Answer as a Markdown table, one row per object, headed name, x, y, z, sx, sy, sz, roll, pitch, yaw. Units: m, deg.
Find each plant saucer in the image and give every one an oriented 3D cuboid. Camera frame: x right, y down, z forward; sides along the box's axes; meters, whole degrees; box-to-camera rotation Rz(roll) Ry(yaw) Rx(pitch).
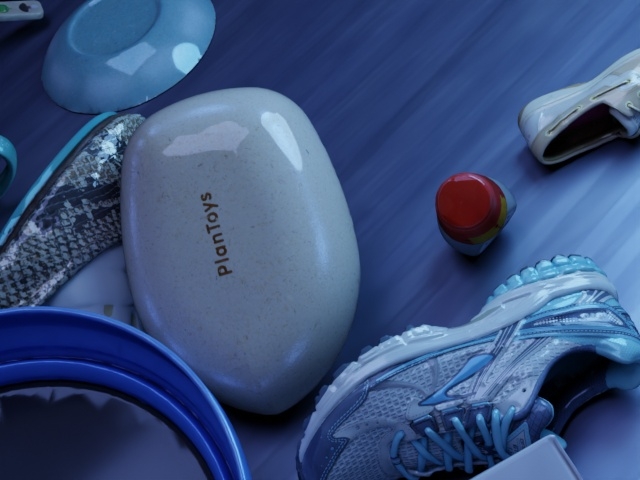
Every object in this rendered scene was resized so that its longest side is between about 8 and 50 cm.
| name | x | y | z | sx | sy | sz | roll | pitch | yaw |
| --- | --- | --- | --- | --- | --- | --- | --- | --- | --- |
| plant saucer | -0.203 | -0.212 | 1.765 | 0.195 | 0.037 | 0.195 | -12 | 47 | 13 |

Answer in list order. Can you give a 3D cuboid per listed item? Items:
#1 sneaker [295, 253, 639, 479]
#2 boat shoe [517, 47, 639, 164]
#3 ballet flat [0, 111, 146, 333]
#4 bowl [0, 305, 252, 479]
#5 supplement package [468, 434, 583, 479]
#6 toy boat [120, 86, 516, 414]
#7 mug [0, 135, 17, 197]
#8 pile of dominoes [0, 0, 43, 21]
| name | x | y | z | sx | sy | sz | roll | pitch | yaw |
| --- | --- | --- | --- | --- | --- | --- | --- | --- | --- |
| sneaker | 0.114 | 0.120 | 1.278 | 0.283 | 0.110 | 0.122 | -32 | 49 | -5 |
| boat shoe | 0.253 | -0.111 | 1.457 | 0.170 | 0.063 | 0.059 | -26 | 47 | 14 |
| ballet flat | -0.261 | 0.113 | 1.442 | 0.182 | 0.164 | 0.483 | 38 | 77 | 20 |
| bowl | -0.229 | 0.237 | 1.243 | 0.391 | 0.077 | 0.391 | -6 | 58 | 10 |
| supplement package | 0.048 | 0.273 | 1.054 | 0.293 | 0.177 | 0.175 | -28 | 78 | -13 |
| toy boat | 0.000 | 0.000 | 1.401 | 0.318 | 0.148 | 0.267 | -10 | 84 | 9 |
| mug | -0.369 | -0.040 | 1.643 | 0.158 | 0.097 | 0.129 | 10 | 55 | 30 |
| pile of dominoes | -0.421 | -0.299 | 1.858 | 0.251 | 0.040 | 0.196 | -5 | 40 | -20 |
